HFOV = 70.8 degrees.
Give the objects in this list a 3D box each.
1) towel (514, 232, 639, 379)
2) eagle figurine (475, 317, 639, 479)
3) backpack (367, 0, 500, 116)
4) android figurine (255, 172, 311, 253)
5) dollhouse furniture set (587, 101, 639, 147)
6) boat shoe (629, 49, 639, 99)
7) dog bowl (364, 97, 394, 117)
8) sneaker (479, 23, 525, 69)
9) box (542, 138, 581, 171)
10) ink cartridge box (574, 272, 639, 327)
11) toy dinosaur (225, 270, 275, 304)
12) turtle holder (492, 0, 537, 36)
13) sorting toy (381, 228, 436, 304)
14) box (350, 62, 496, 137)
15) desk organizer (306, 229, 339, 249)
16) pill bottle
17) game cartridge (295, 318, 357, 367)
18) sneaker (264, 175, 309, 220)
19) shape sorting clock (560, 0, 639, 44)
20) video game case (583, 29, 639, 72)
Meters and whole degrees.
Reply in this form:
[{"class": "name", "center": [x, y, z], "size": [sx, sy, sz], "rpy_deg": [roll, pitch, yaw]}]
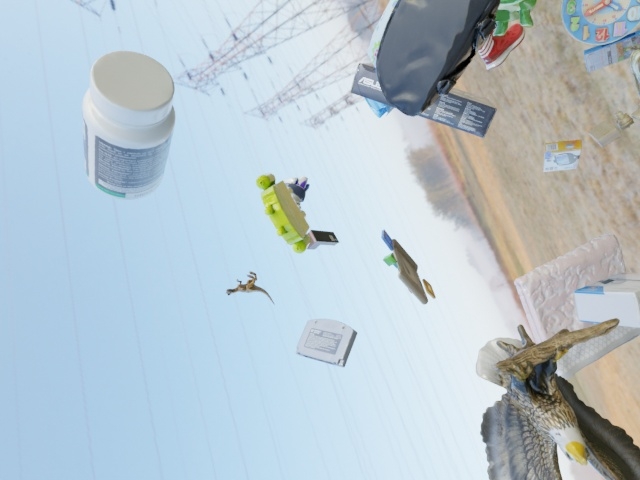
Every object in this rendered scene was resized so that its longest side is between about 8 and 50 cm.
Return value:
[{"class": "towel", "center": [0.728, 0.182, 1.249], "size": [0.316, 0.332, 0.053], "rpy_deg": [68, 167, -6]}, {"class": "eagle figurine", "center": [0.355, 0.291, 0.673], "size": [0.225, 0.227, 0.298], "rpy_deg": [-29, -80, -49]}, {"class": "backpack", "center": [0.236, -0.446, 0.942], "size": [0.273, 0.290, 0.356], "rpy_deg": [38, -145, 12]}, {"class": "android figurine", "center": [-0.100, -0.079, 1.274], "size": [0.248, 0.056, 0.273], "rpy_deg": [60, -167, -11]}, {"class": "dollhouse furniture set", "center": [0.823, -0.274, 1.175], "size": [0.123, 0.151, 0.144], "rpy_deg": [47, -151, -6]}, {"class": "boat shoe", "center": [0.910, -0.382, 1.191], "size": [0.285, 0.105, 0.089], "rpy_deg": [54, -160, -19]}, {"class": "dog bowl", "center": [0.237, -0.582, 1.791], "size": [0.165, 0.074, 0.297], "rpy_deg": [56, -177, -11]}, {"class": "sneaker", "center": [0.596, -0.686, 1.500], "size": [0.128, 0.087, 0.221], "rpy_deg": [46, -115, -23]}, {"class": "box", "center": [0.618, -0.212, 1.157], "size": [0.136, 0.081, 0.028], "rpy_deg": [39, -128, -59]}, {"class": "ink cartridge box", "center": [0.711, 0.132, 1.036], "size": [0.191, 0.140, 0.082], "rpy_deg": [-14, -87, -27]}, {"class": "toy dinosaur", "center": [-0.273, 0.185, 1.776], "size": [0.212, 0.112, 0.064], "rpy_deg": [8, -164, -28]}, {"class": "turtle holder", "center": [0.430, -0.664, 1.135], "size": [0.320, 0.244, 0.227], "rpy_deg": [-35, -48, -69]}, {"class": "sorting toy", "center": [0.297, 0.113, 1.565], "size": [0.347, 0.047, 0.195], "rpy_deg": [45, -155, -29]}, {"class": "box", "center": [0.311, -0.433, 1.356], "size": [0.395, 0.097, 0.318], "rpy_deg": [21, -153, 8]}, {"class": "desk organizer", "center": [0.000, 0.000, 1.495], "size": [0.130, 0.050, 0.047], "rpy_deg": [4, -128, -53]}, {"class": "pill bottle", "center": [-0.475, -0.270, 1.117], "size": [0.204, 0.361, 0.204], "rpy_deg": [12, -119, -21]}, {"class": "game cartridge", "center": [0.029, 0.464, 2.089], "size": [0.062, 0.297, 0.198], "rpy_deg": [48, -121, -36]}, {"class": "sneaker", "center": [-0.125, -0.176, 1.953], "size": [0.130, 0.236, 0.323], "rpy_deg": [31, -174, -27]}, {"class": "shape sorting clock", "center": [0.730, -0.612, 1.152], "size": [0.206, 0.206, 0.040], "rpy_deg": [57, -151, -15]}, {"class": "video game case", "center": [0.843, -0.538, 1.271], "size": [0.119, 0.167, 0.015], "rpy_deg": [14, -113, -54]}]
